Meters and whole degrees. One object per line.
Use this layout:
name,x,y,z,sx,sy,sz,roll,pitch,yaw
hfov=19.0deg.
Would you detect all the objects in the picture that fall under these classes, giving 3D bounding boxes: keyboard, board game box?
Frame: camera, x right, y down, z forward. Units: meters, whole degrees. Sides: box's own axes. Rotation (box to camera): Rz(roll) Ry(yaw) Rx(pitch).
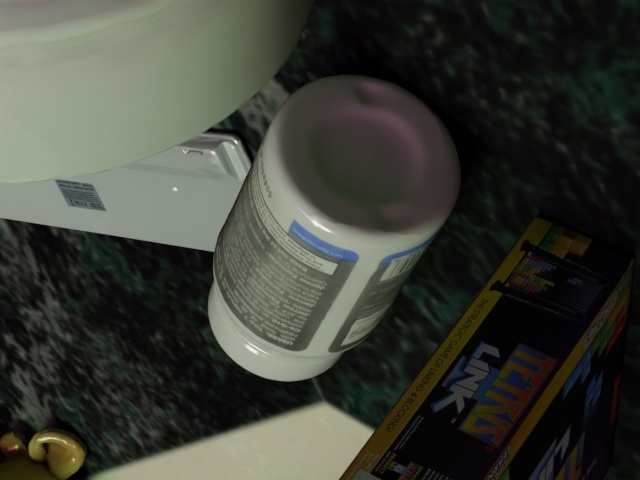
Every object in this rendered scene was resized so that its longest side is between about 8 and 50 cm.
keyboard,-0.120,-0.031,0.928,0.256,0.014,0.072,9,140,41
board game box,0.060,0.098,0.742,0.048,0.170,0.141,23,144,24

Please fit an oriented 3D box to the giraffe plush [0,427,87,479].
giraffe plush,-0.168,0.206,1.150,0.170,0.181,0.210,61,178,-11

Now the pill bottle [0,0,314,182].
pill bottle,-0.097,-0.213,0.492,0.224,0.224,0.392,27,145,22

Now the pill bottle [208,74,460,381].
pill bottle,0.000,0.000,0.775,0.078,0.078,0.137,38,147,6
